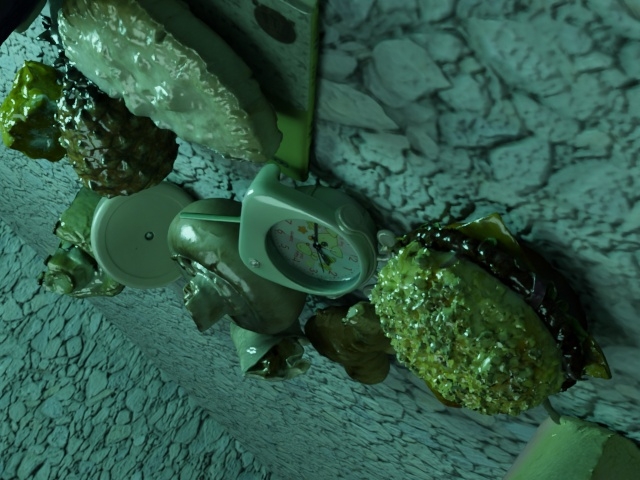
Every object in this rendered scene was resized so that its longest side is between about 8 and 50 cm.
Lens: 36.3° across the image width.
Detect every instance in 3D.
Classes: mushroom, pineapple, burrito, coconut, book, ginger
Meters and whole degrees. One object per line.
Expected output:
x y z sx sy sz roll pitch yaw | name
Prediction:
-0.126 0.046 1.375 0.226 0.178 0.226 35 151 23 | mushroom
-0.427 0.011 1.872 0.164 0.190 0.267 23 136 -9 | mushroom
-0.265 -0.190 1.207 0.157 0.158 0.279 30 146 28 | pineapple
-0.082 0.151 1.538 0.392 0.117 0.076 -137 43 -80 | burrito
0.298 0.359 1.156 0.233 0.245 0.233 32 158 15 | coconut
-0.103 -0.200 1.009 0.239 0.035 0.352 35 160 11 | book
0.054 0.134 1.371 0.148 0.081 0.334 34 162 3 | ginger

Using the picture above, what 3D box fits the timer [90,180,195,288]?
-0.306 -0.042 1.612 0.175 0.175 0.266 50 175 -25 | timer

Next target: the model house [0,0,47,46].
-0.371 -0.332 0.918 0.312 0.245 0.280 23 162 24 | model house

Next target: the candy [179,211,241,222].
-0.096 -0.025 1.258 0.193 0.062 0.058 6 176 21 | candy

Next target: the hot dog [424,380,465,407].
0.159 0.141 1.230 0.088 0.061 0.286 42 163 33 | hot dog

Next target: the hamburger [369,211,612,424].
0.160 0.090 0.991 0.261 0.139 0.243 45 160 -9 | hamburger

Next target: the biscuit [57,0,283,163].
-0.170 -0.187 0.981 0.281 0.084 0.179 30 157 25 | biscuit

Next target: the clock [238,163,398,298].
0.000 0.000 1.146 0.191 0.062 0.151 20 139 8 | clock

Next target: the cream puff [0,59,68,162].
-0.428 -0.201 1.509 0.146 0.146 0.116 75 180 -59 | cream puff
